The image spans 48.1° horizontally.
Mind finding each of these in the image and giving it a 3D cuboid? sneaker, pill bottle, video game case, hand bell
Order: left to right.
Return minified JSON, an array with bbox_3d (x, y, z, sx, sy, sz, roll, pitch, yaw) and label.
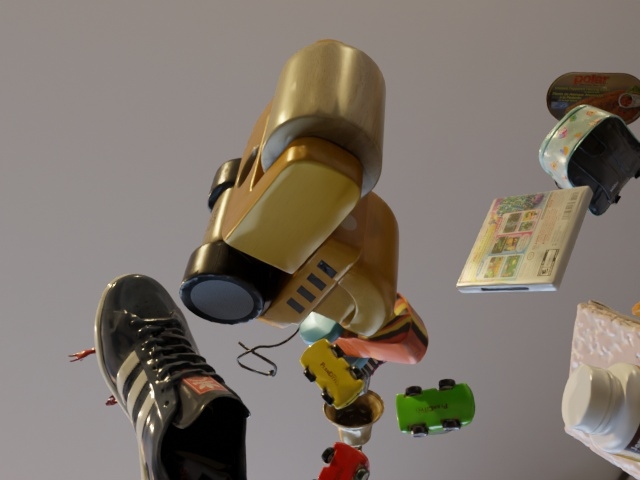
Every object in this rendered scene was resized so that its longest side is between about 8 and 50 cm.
[{"bbox_3d":[-0.154,0.167,0.804,0.131,0.350,0.148,-4,-32,-38],"label":"sneaker"},{"bbox_3d":[0.075,0.444,1.519,0.126,0.126,0.241,-16,-60,-21],"label":"hand bell"},{"bbox_3d":[0.101,0.202,1.270,0.075,0.063,0.170,14,-78,8],"label":"sneaker"},{"bbox_3d":[0.261,0.000,0.921,0.019,0.143,0.157,46,-121,-28],"label":"video game case"},{"bbox_3d":[0.425,0.226,0.906,0.215,0.117,0.117,16,-76,-1],"label":"pill bottle"}]

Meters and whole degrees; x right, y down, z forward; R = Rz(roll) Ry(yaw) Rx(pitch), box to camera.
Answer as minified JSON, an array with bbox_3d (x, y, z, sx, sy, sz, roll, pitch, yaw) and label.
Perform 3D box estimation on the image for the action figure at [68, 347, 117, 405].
[{"bbox_3d":[-0.326,0.238,1.179,0.139,0.280,0.091,-25,-61,-9],"label":"action figure"}]

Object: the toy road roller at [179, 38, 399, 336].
[{"bbox_3d":[0.010,-0.029,0.803,0.241,0.202,0.329,24,-46,-17],"label":"toy road roller"}]

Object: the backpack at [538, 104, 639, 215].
[{"bbox_3d":[0.502,-0.164,1.349,0.166,0.144,0.188,-49,-44,9],"label":"backpack"}]

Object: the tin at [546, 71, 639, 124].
[{"bbox_3d":[0.550,-0.283,1.435,0.190,0.040,0.106,6,-80,13],"label":"tin"}]

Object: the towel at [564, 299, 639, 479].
[{"bbox_3d":[0.606,0.306,1.345,0.054,0.332,0.316,-11,-69,-25],"label":"towel"}]

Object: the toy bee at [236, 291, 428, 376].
[{"bbox_3d":[0.021,0.102,1.054,0.195,0.299,0.162,72,-151,-49],"label":"toy bee"}]

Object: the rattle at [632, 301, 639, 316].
[{"bbox_3d":[0.448,0.127,0.739,0.143,0.130,0.199,-24,-95,-3],"label":"rattle"}]

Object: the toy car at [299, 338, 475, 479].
[{"bbox_3d":[0.086,0.228,0.904,0.225,0.238,0.053,-14,-32,17],"label":"toy car"}]
